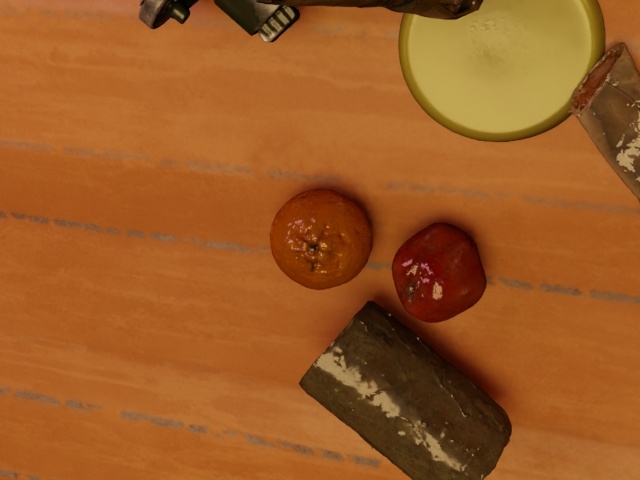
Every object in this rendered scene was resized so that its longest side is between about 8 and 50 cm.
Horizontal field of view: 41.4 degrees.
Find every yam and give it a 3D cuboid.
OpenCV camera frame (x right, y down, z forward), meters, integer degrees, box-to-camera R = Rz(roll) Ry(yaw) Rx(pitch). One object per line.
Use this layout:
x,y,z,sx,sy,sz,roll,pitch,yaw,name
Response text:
0.110,0.213,1.149,0.268,0.161,0.161,39,121,-5,yam

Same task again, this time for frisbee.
0.205,-0.223,0.977,0.236,0.017,0.235,8,118,15,frisbee

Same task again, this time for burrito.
0.357,-0.105,0.953,0.087,0.060,0.226,-32,107,18,burrito

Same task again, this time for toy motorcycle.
-0.070,-0.319,0.965,0.205,0.127,0.275,40,114,-6,toy motorcycle

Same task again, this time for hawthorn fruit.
0.148,0.042,1.075,0.128,0.128,0.128,8,118,15,hawthorn fruit

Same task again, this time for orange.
-0.001,0.001,1.102,0.136,0.117,0.135,10,117,21,orange

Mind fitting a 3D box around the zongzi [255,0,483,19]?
0.076,-0.342,0.804,0.123,0.289,0.260,38,122,35,zongzi
